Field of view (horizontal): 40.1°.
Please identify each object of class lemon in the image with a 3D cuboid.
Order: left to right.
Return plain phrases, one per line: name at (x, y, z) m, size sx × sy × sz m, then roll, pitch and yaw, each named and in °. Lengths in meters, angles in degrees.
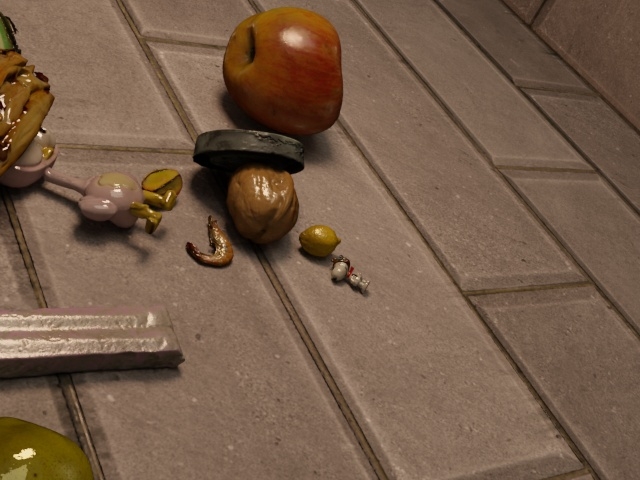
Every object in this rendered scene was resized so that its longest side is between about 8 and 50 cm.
lemon at (0.000, 0.000, 1.748) m, size 0.092 × 0.065 × 0.065 m, roll 6°, pitch 40°, yaw -25°

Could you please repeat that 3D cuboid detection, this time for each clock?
clock at (-0.142, -0.174, 1.758) m, size 0.226 × 0.226 × 0.049 m, roll 9°, pitch 80°, yaw -26°

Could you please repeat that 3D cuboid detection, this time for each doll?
doll at (-0.445, -0.113, 1.561) m, size 0.365 × 0.094 × 0.160 m, roll 27°, pitch 32°, yaw -3°
doll at (0.059, 0.065, 1.729) m, size 0.085 × 0.040 × 0.058 m, roll 18°, pitch 48°, yaw -7°

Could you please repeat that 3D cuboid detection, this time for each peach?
peach at (-0.302, -0.098, 1.675) m, size 0.077 × 0.050 × 0.083 m, roll -5°, pitch 31°, yaw -5°

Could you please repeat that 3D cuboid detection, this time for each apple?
apple at (-0.089, -0.387, 1.997) m, size 0.301 × 0.302 × 0.302 m, roll 18°, pitch 36°, yaw -14°

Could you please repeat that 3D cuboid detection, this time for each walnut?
walnut at (-0.110, -0.075, 1.701) m, size 0.166 × 0.149 × 0.167 m, roll 36°, pitch 39°, yaw -35°

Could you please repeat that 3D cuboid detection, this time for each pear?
pear at (-0.355, 0.299, 1.019) m, size 0.198 × 0.198 × 0.198 m, roll 18°, pitch 36°, yaw -14°

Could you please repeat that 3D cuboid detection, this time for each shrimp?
shrimp at (-0.210, -0.002, 1.640) m, size 0.091 × 0.025 × 0.127 m, roll 7°, pitch 43°, yaw -26°

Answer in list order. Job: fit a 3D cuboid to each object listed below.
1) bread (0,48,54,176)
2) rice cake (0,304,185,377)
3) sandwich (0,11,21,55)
bread at (-0.605, -0.205, 1.417) m, size 0.277 × 0.167 × 0.325 m, roll -8°, pitch 38°, yaw 13°
rice cake at (-0.355, 0.148, 1.326) m, size 0.297 × 0.050 × 0.106 m, roll 1°, pitch 42°, yaw -33°
sandwich at (-0.708, -0.356, 1.631) m, size 0.301 × 0.162 × 0.250 m, roll 30°, pitch 33°, yaw -58°
